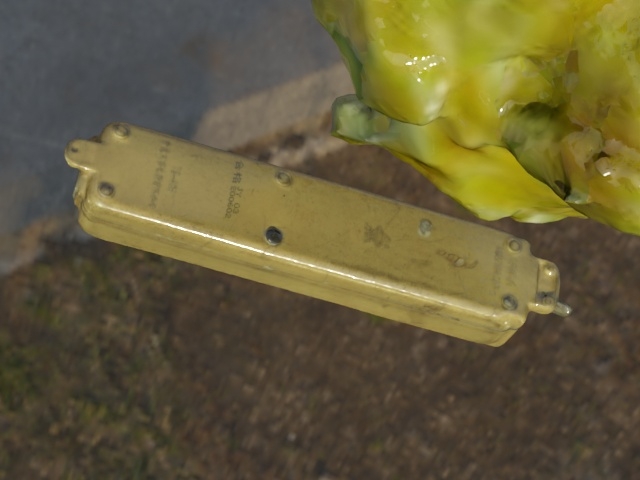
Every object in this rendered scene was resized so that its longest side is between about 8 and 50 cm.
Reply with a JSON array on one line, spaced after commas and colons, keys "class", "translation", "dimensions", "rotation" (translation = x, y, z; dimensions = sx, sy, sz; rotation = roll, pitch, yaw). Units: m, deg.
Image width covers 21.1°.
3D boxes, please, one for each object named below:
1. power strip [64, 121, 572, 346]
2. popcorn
[{"class": "power strip", "translation": [0.000, 0.000, 0.977], "dimensions": [0.305, 0.044, 0.064], "rotation": [15, 55, -10]}, {"class": "popcorn", "translation": [0.126, -0.123, 0.808], "dimensions": [0.276, 0.276, 0.225], "rotation": [24, 83, 2]}]
